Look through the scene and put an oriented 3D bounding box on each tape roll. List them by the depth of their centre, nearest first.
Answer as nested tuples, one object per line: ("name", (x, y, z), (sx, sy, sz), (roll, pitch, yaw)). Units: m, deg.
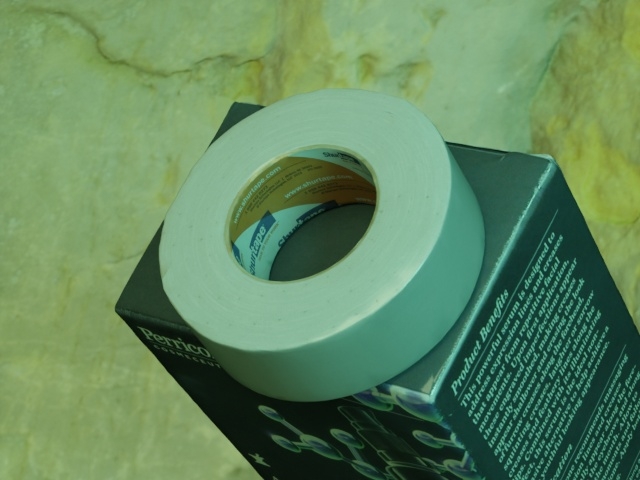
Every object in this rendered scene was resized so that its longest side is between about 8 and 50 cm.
("tape roll", (0.000, 0.000, 1.261), (0.219, 0.072, 0.219), (-13, 52, 18))

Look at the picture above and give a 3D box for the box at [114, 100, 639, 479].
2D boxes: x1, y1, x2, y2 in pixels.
("box", (0.078, 0.103, 1.459), (0.293, 0.395, 0.212), (13, 62, 35))
